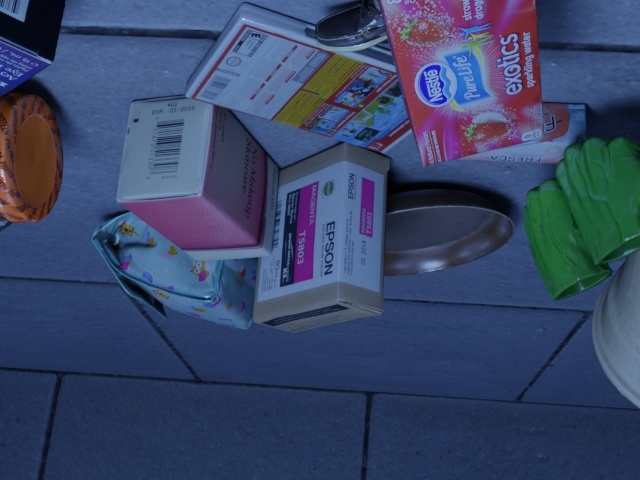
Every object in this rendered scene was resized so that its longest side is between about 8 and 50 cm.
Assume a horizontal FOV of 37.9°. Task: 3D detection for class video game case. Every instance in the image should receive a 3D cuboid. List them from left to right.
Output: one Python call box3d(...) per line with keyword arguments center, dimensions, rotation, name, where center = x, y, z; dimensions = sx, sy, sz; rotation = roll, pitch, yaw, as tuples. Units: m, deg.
box3d(center=(0.002, -0.186, 1.129), dimensions=(0.285, 0.025, 0.204), rotation=(14, 158, -22), name="video game case")

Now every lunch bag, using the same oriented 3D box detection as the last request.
box3d(center=(-0.256, 0.052, 1.653), dimensions=(0.262, 0.160, 0.223), rotation=(11, 165, 15), name="lunch bag")

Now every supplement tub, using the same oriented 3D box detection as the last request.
box3d(center=(-0.524, -0.106, 1.203), dimensions=(0.338, 0.207, 0.207), rotation=(1, 159, 10), name="supplement tub")

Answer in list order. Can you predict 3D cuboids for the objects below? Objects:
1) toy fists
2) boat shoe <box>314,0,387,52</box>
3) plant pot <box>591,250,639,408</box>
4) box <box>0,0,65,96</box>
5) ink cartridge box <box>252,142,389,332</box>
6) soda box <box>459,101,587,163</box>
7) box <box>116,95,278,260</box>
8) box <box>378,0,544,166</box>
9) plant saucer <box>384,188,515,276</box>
box3d(center=(0.331, -0.033, 1.146), dimensions=(0.096, 0.142, 0.279), rotation=(-17, 163, -12), name="toy fists")
box3d(center=(0.063, -0.234, 0.951), dimensions=(0.152, 0.056, 0.049), rotation=(-12, 149, 14), name="boat shoe")
box3d(center=(0.518, 0.022, 1.154), dimensions=(0.334, 0.334, 0.305), rotation=(1, 134, 11), name="plant pot")
box3d(center=(-0.389, -0.228, 0.984), dimensions=(0.153, 0.108, 0.207), rotation=(21, 154, -39), name="box")
box3d(center=(0.000, 0.000, 1.330), dimensions=(0.088, 0.234, 0.193), rotation=(19, 155, -36), name="ink cartridge box")
box3d(center=(0.237, -0.136, 1.165), dimensions=(0.183, 0.058, 0.063), rotation=(2, 160, 5), name="soda box")
box3d(center=(-0.160, -0.079, 1.277), dimensions=(0.127, 0.148, 0.232), rotation=(-4, 159, 19), name="box")
box3d(center=(0.125, -0.195, 0.854), dimensions=(0.128, 0.122, 0.257), rotation=(-13, 148, 7), name="box")
box3d(center=(0.149, -0.013, 1.475), dimensions=(0.311, 0.050, 0.310), rotation=(-5, 161, -2), name="plant saucer")
